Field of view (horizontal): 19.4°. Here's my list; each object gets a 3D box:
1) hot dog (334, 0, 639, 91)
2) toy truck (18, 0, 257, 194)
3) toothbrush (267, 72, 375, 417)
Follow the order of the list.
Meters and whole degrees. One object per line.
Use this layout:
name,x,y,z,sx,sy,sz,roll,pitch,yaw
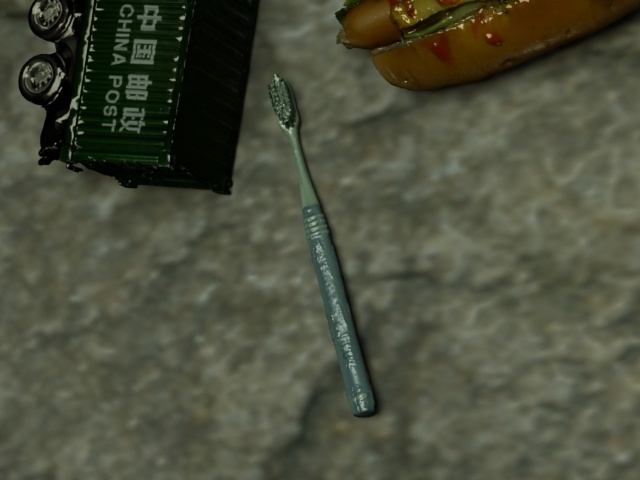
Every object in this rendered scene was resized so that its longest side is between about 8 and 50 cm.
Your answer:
hot dog,0.119,-0.158,1.062,0.250,0.076,0.104,-18,72,17
toy truck,-0.106,-0.165,1.158,0.121,0.088,0.259,4,81,26
toothbrush,0.000,0.000,1.109,0.016,0.019,0.220,-16,72,5
